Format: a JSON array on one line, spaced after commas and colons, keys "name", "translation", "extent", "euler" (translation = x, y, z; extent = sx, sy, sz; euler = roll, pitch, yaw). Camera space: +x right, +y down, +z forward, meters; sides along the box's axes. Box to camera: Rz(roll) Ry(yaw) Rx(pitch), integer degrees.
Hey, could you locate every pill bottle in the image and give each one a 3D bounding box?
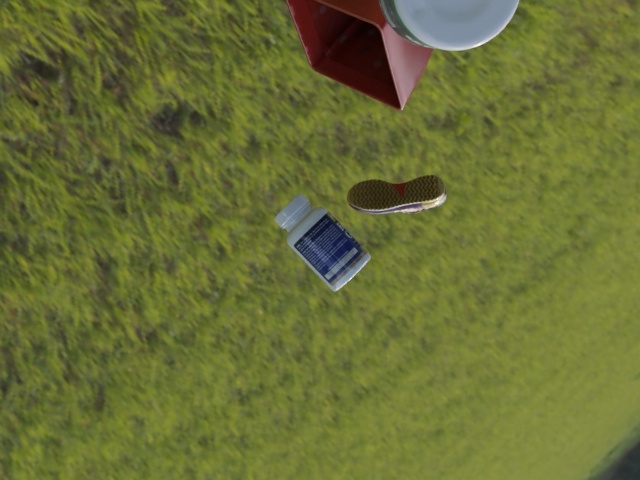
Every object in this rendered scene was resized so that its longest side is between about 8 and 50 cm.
[{"name": "pill bottle", "translation": [0.206, -0.431, 1.600], "extent": [0.204, 0.204, 0.361], "euler": [-48, -170, 9]}, {"name": "pill bottle", "translation": [0.000, 0.000, 1.654], "extent": [0.094, 0.169, 0.094], "euler": [-44, 180, 0]}]

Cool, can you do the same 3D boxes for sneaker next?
[{"name": "sneaker", "translation": [0.144, -0.076, 1.762], "extent": [0.186, 0.069, 0.084], "euler": [-3, 160, 9]}]

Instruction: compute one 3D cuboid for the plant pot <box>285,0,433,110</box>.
[{"name": "plant pot", "translation": [0.117, -0.486, 2.002], "extent": [0.235, 0.267, 0.267], "euler": [-50, 149, -17]}]
